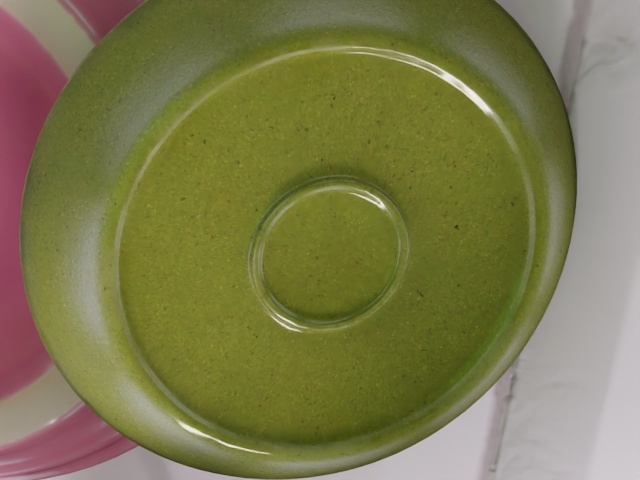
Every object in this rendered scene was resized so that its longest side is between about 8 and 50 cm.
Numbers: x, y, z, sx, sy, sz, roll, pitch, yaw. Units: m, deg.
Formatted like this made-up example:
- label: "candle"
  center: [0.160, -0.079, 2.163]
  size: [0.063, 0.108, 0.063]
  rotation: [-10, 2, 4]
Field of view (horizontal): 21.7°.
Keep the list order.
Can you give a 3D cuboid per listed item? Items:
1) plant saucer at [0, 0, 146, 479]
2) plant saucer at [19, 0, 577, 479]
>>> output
- label: "plant saucer"
  center: [-0.180, -0.032, 0.737]
  size: [0.332, 0.084, 0.332]
  rotation: [4, 111, 11]
- label: "plant saucer"
  center: [0.000, 0.000, 0.682]
  size: [0.241, 0.037, 0.241]
  rotation: [-6, 113, -14]
